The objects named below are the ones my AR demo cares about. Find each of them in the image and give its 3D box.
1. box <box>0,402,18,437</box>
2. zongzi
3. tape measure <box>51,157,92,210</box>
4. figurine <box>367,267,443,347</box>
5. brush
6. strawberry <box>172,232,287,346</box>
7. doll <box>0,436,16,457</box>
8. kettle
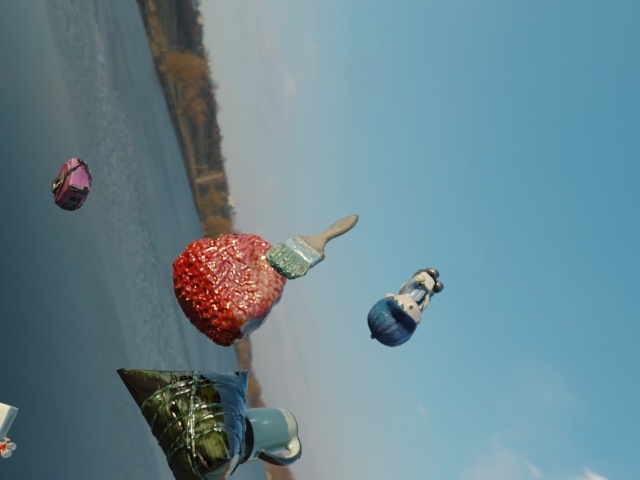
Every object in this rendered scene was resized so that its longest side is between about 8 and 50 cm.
[{"bbox_3d":[-0.721,0.305,1.104,0.164,0.257,0.069,-37,-149,62],"label":"box"},{"bbox_3d":[-0.360,0.454,1.501,0.383,0.363,0.319,-97,-154,-50],"label":"zongzi"},{"bbox_3d":[-0.624,-0.143,1.470,0.125,0.074,0.118,-44,-133,31],"label":"tape measure"},{"bbox_3d":[0.133,0.098,0.904,0.087,0.149,0.086,3,-55,40],"label":"figurine"},{"bbox_3d":[0.000,0.000,0.914,0.070,0.196,0.021,36,-42,24],"label":"brush"},{"bbox_3d":[-0.237,0.124,1.562,0.267,0.312,0.351,58,-2,-33],"label":"strawberry"},{"bbox_3d":[-1.006,0.601,1.751,0.079,0.180,0.094,110,5,-56],"label":"doll"},{"bbox_3d":[-0.173,0.635,1.866,0.221,0.236,0.161,36,-76,36],"label":"kettle"}]
